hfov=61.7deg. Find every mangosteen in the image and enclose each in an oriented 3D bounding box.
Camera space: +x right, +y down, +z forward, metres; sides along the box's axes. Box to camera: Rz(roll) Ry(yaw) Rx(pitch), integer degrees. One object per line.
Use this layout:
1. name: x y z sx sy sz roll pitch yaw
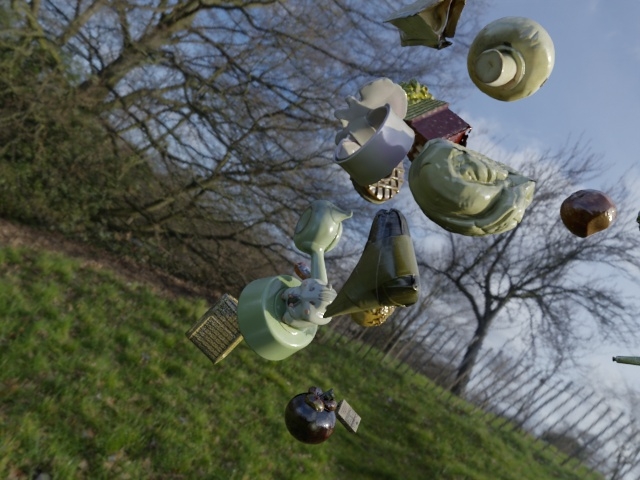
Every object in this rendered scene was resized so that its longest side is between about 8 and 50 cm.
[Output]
1. mangosteen: -0.015 0.390 1.214 0.140 0.140 0.140 38 -8 6

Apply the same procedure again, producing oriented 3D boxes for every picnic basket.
1. picnic basket: -0.389 0.342 2.118 0.175 0.228 0.313 44 -8 4

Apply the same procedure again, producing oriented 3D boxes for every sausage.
1. sausage: -0.052 0.164 2.484 0.071 0.071 0.234 32 -9 42

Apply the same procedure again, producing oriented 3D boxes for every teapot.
1. teapot: -0.017 0.009 1.911 0.149 0.318 0.220 27 -13 -18

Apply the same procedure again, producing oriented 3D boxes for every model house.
1. model house: 0.365 -0.385 1.854 0.254 0.196 0.160 53 -23 22

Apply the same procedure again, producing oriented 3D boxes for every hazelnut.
1. hazelnut: 0.768 -0.083 1.538 0.143 0.154 0.143 157 -90 -84

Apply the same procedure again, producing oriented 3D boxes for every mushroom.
1. mushroom: 0.684 -0.685 1.986 0.356 0.315 0.315 19 7 -40

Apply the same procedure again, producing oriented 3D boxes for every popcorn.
1. popcorn: 0.367 -0.538 2.186 0.259 0.212 0.259 39 22 -19

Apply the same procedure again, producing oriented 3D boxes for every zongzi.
1. zongzi: 0.130 0.071 1.625 0.154 0.317 0.289 48 30 -62

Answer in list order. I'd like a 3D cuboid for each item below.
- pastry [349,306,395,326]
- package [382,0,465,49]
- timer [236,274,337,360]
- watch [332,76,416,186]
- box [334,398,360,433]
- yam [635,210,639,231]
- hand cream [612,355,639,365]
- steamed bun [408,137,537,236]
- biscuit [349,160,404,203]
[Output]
1. pastry: 0.255 0.250 2.371 0.184 0.284 0.315 23 24 16
2. package: 0.416 -0.843 2.093 0.165 0.221 0.311 63 -9 -25
3. timer: -0.076 0.226 1.781 0.315 0.291 0.291 -26 -58 40
4. watch: 0.137 -0.282 1.392 0.196 0.244 0.231 40 25 -21
5. box: 0.077 0.505 1.538 0.024 0.053 0.083 -32 -75 36
6. yam: 1.275 -0.050 1.917 0.259 0.093 0.093 16 -22 46
7. hand cream: 0.905 0.350 1.559 0.102 0.035 0.022 -7 -45 49
8. steamed bun: 0.345 -0.112 1.282 0.320 0.206 0.275 22 19 -17
9. biscuit: 0.257 -0.329 2.441 0.103 0.332 0.332 -4 -39 47
